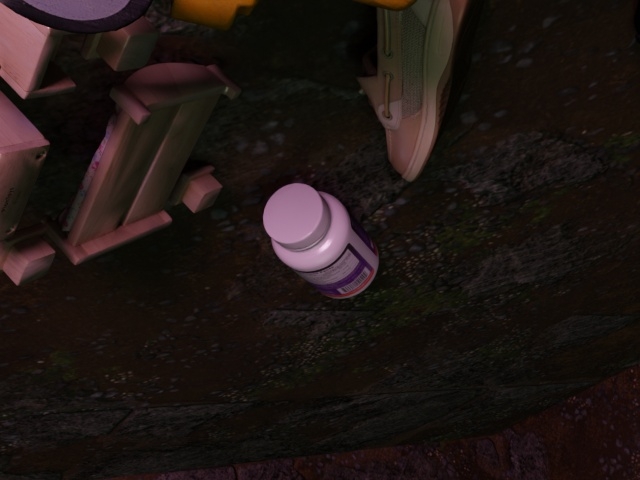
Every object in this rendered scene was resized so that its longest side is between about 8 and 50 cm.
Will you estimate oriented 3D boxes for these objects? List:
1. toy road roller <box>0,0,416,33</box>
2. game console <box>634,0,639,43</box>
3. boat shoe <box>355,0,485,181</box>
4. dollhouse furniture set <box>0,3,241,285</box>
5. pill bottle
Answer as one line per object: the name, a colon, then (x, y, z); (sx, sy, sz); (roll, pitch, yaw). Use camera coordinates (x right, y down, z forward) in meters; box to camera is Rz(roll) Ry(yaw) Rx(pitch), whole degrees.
toy road roller: (-0.028, -0.249, 0.384); (0.240, 0.203, 0.329); (10, 150, -14)
game console: (0.340, -0.223, 0.707); (0.043, 0.213, 0.361); (-21, 164, 9)
boat shoe: (0.090, -0.169, 0.796); (0.098, 0.109, 0.302); (23, 156, 11)
dollhouse furniture set: (-0.207, -0.145, 0.733); (0.355, 0.174, 0.303); (-29, 160, -53)
pill bottle: (0.000, 0.000, 1.048); (0.108, 0.108, 0.193); (-22, 153, 13)
